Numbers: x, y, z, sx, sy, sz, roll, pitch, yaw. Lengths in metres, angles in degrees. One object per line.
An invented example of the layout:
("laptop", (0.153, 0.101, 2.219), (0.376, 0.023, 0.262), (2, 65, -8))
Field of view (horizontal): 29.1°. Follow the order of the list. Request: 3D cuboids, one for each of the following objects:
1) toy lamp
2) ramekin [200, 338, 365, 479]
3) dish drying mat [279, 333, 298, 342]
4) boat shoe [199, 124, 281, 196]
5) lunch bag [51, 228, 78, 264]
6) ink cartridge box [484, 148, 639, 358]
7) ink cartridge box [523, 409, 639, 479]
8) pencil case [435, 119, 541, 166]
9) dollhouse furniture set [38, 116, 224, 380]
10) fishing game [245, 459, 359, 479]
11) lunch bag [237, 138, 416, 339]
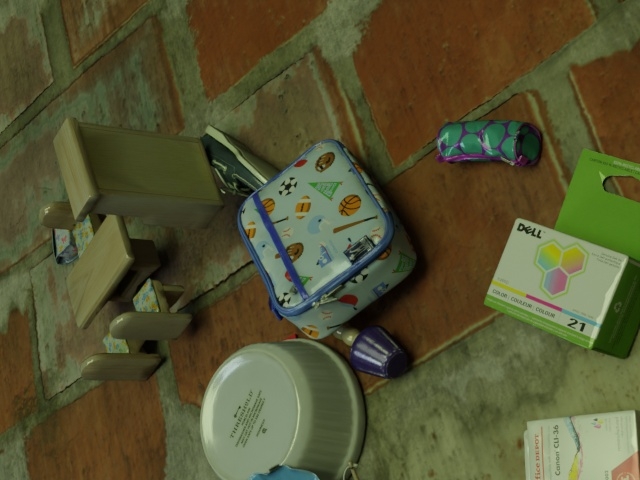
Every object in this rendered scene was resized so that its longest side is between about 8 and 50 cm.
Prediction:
("toy lamp", (0.027, 0.139, 1.929), (0.274, 0.080, 0.080), (27, 96, 45))
("ramekin", (-0.071, 0.282, 1.933), (0.273, 0.127, 0.273), (-11, 72, 38))
("dish drying mat", (-0.067, 0.185, 2.045), (0.083, 0.008, 0.032), (-32, 59, 30))
("boat shoe", (-0.145, -0.122, 2.150), (0.254, 0.095, 0.079), (38, 102, 43))
("lunch bag", (-0.510, 0.002, 2.470), (0.083, 0.053, 0.071), (-35, 54, 40))
("ink cartridge box", (0.357, 0.005, 1.659), (0.188, 0.097, 0.255), (23, 94, 43))
("ink cartridge box", (0.338, 0.289, 1.608), (0.198, 0.067, 0.115), (-14, 68, 39))
("pencil case", (0.246, -0.143, 1.826), (0.151, 0.064, 0.070), (5, 61, 43))
("dollhouse furniture set", (-0.384, -0.006, 2.163), (0.394, 0.256, 0.362), (-50, 49, 37))
("fishing game", (-0.051, 0.423, 1.824), (0.264, 0.041, 0.189), (-19, 98, 9))
("lunch bag", (0.000, 0.000, 1.924), (0.243, 0.115, 0.303), (-36, 43, 8))
